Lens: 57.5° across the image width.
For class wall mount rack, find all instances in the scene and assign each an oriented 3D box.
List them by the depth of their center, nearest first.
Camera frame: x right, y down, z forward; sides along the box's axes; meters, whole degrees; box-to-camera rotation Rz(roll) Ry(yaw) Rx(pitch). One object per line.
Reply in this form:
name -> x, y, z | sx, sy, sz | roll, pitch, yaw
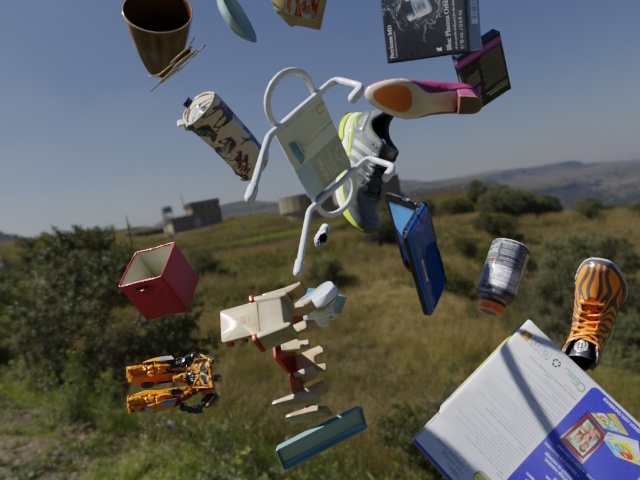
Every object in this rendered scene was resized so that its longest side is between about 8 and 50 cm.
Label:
wall mount rack -> -0.013, -0.122, 1.071 | 0.304, 0.350, 0.130 | -45, 45, -15

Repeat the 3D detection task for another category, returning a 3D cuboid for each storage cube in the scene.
storage cube -> -0.591, 0.154, 2.156 | 0.183, 0.193, 0.215 | -14, 38, 17

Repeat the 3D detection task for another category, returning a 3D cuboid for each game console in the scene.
game console -> 0.254, 0.036, 1.713 | 0.173, 0.293, 0.250 | -2, 31, 32

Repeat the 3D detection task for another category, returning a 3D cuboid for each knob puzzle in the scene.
knob puzzle -> -0.070, -0.768, 1.824 | 0.213, 0.213, 0.030 | -9, 20, 21

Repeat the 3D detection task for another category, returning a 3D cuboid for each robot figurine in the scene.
robot figurine -> -0.457, 0.449, 1.837 | 0.290, 0.211, 0.085 | -6, -37, -14

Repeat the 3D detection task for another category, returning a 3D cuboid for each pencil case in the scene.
pencil case -> -0.365, -0.394, 2.277 | 0.183, 0.160, 0.410 | -27, -41, 16

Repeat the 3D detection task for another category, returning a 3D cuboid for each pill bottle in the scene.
pill bottle -> 0.594, 0.127, 1.926 | 0.130, 0.246, 0.130 | 22, -14, 6

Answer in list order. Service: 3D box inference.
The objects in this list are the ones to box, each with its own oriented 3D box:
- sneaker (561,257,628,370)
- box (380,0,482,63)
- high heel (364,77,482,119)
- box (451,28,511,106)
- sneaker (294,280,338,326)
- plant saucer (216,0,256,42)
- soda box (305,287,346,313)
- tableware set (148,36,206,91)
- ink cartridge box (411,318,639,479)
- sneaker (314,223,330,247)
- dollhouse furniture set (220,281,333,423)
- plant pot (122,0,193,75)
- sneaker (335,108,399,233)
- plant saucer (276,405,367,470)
sneaker -> 0.687, 0.209, 1.472 | 0.124, 0.321, 0.180 | 10, 40, 34
box -> 0.199, -0.408, 1.049 | 0.158, 0.156, 0.093 | 1, 19, 30
high heel -> 0.211, -0.306, 1.223 | 0.244, 0.082, 0.117 | 0, 25, 0
box -> 0.376, -0.389, 1.355 | 0.116, 0.162, 0.029 | -33, 41, -2
sneaker -> 0.004, 0.170, 1.489 | 0.094, 0.091, 0.258 | -39, 0, -17
plant saucer -> -0.260, -0.670, 1.744 | 0.037, 0.195, 0.195 | -28, -3, 16
soda box -> 0.017, 0.212, 2.044 | 0.071, 0.067, 0.210 | 20, 0, 24
tableware set -> -0.411, -0.499, 1.641 | 0.194, 0.039, 0.128 | -16, 28, 52
ink cartridge box -> 0.364, 0.347, 0.994 | 0.307, 0.303, 0.072 | -41, -16, -11
sneaker -> 0.000, 0.000, 1.879 | 0.038, 0.098, 0.069 | 17, 39, -3
dollhouse furniture set -> -0.086, 0.211, 1.185 | 0.135, 0.262, 0.259 | -17, -39, 8
plant pot -> -0.532, -0.662, 1.927 | 0.215, 0.215, 0.230 | -11, -29, -19
sneaker -> 0.109, -0.162, 1.291 | 0.121, 0.300, 0.111 | -16, -20, 43
plant saucer -> 0.003, 0.395, 1.177 | 0.192, 0.067, 0.018 | -23, 33, -12
